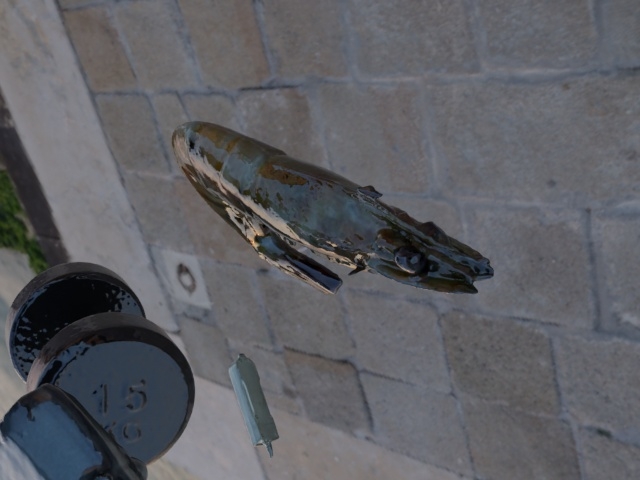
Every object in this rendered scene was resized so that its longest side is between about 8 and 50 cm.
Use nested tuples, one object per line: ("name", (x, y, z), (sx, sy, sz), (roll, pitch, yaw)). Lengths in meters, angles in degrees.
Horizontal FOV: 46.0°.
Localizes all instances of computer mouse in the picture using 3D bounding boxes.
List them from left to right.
("computer mouse", (-0.212, 0.237, 0.634), (0.188, 0.122, 0.371), (53, 135, 8))

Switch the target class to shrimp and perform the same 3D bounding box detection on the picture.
("shrimp", (0.000, 0.000, 0.545), (0.296, 0.058, 0.169), (27, 159, 37))

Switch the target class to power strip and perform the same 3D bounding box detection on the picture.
("power strip", (-0.116, 0.289, 1.322), (0.030, 0.047, 0.191), (-36, 64, 33))

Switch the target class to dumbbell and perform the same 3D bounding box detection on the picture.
("dumbbell", (-0.315, 0.165, 1.046), (0.322, 0.203, 0.204), (27, 137, 59))
